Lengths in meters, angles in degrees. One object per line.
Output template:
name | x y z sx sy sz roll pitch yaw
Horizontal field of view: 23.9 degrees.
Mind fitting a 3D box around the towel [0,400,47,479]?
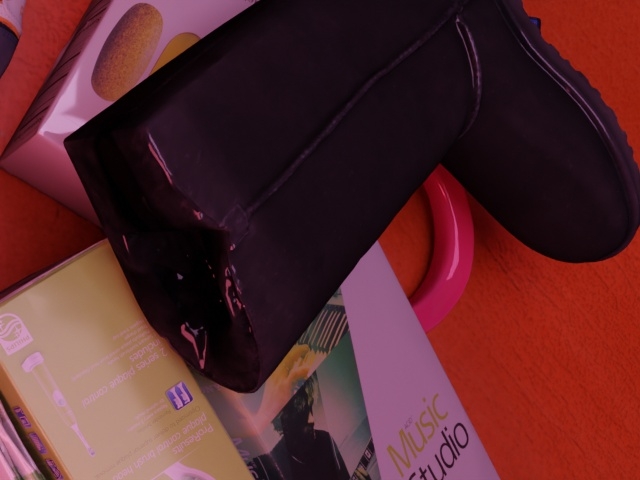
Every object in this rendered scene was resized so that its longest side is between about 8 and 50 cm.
towel | -0.314 0.161 1.050 0.325 0.247 0.038 61 22 -8

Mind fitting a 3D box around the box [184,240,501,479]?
box | 0.033 0.168 1.211 0.322 0.058 0.232 61 40 -16

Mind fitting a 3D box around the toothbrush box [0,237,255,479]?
toothbrush box | -0.162 0.159 1.121 0.122 0.206 0.283 -32 95 -27

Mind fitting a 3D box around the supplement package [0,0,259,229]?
supplement package | -0.133 -0.137 1.223 0.139 0.134 0.244 32 69 -18

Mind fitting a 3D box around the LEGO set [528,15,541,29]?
LEGO set | 0.123 -0.265 1.383 0.244 0.060 0.182 35 65 17

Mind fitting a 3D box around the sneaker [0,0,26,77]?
sneaker | -0.368 -0.224 1.131 0.321 0.126 0.127 32 73 -29

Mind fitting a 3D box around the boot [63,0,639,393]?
boot | 0.054 -0.034 1.145 0.367 0.146 0.445 53 41 -10

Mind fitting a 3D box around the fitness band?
fitness band | 0.000 0.000 1.315 0.290 0.054 0.209 -8 88 -26
